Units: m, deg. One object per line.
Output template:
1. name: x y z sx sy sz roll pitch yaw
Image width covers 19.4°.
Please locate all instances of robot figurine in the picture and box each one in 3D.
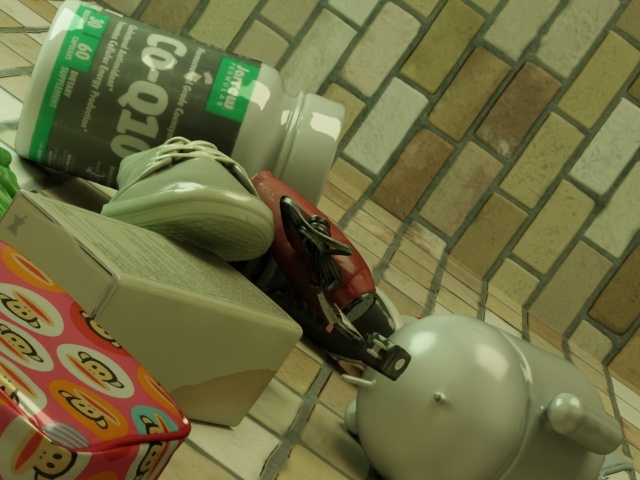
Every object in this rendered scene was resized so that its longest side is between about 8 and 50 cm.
1. robot figurine: 0.174 0.196 2.015 0.300 0.200 0.353 -9 -22 37

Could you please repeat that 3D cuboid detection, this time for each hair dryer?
1. hair dryer: 0.000 0.000 1.933 0.293 0.080 0.224 39 -22 57

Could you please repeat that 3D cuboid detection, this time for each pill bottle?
1. pill bottle: -0.165 -0.140 2.243 0.361 0.204 0.204 18 11 -5

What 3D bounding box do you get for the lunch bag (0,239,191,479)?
1. lunch bag: -0.251 0.086 1.289 0.293 0.120 0.258 39 10 18

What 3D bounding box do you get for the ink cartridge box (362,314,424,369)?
1. ink cartridge box: 0.140 0.167 2.318 0.127 0.072 0.175 10 23 -27

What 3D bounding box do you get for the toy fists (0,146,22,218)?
1. toy fists: -0.346 -0.052 1.740 0.142 0.096 0.279 32 8 -25

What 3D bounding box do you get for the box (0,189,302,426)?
1. box: -0.167 0.067 1.687 0.148 0.121 0.311 40 10 31

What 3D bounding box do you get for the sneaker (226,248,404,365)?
1. sneaker: -0.032 0.060 2.306 0.295 0.104 0.147 35 9 37

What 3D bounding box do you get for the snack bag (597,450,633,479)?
1. snack bag: 0.258 0.237 2.538 0.342 0.037 0.323 30 6 17

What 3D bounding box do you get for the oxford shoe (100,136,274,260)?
1. oxford shoe: -0.142 -0.046 1.961 0.169 0.130 0.449 13 -4 -10
